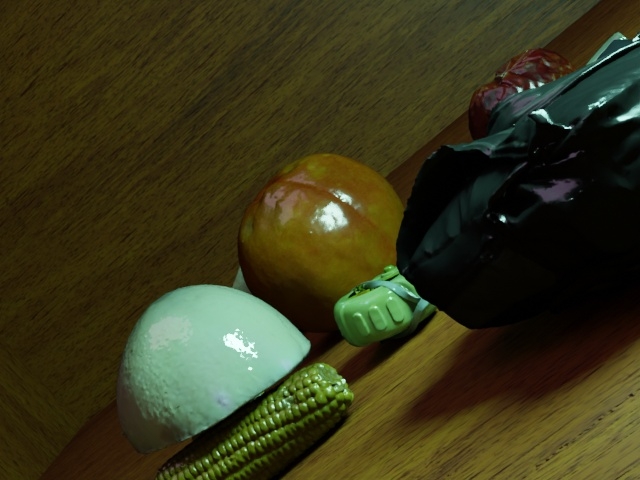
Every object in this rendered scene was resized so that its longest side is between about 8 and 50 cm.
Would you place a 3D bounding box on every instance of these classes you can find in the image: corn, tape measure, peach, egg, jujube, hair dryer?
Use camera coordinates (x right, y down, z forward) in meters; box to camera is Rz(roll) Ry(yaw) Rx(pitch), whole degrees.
[{"bbox_3d":[-0.107,0.311,1.749,0.363,0.120,0.120,-35,7,10],"label":"corn"},{"bbox_3d":[0.110,0.107,1.905,0.175,0.106,0.200,-27,7,-3],"label":"tape measure"},{"bbox_3d":[0.000,0.000,2.276,0.342,0.302,0.343,-36,20,15],"label":"peach"},{"bbox_3d":[-0.197,0.176,1.839,0.337,0.201,0.337,-33,5,3],"label":"egg"},{"bbox_3d":[0.393,-0.244,2.240,0.232,0.213,0.213,-39,4,-33],"label":"jujube"},{"bbox_3d":[0.624,-0.387,2.509,0.106,0.054,0.154,-45,10,9],"label":"hair dryer"}]

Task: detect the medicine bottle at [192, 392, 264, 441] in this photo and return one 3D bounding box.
[{"bbox_3d":[-0.158,0.317,1.978,0.122,0.122,0.212,-40,7,14],"label":"medicine bottle"}]

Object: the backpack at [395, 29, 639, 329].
[{"bbox_3d":[0.278,-0.059,1.393,0.445,0.255,0.363,-39,-1,44],"label":"backpack"}]

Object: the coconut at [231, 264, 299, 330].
[{"bbox_3d":[-0.078,0.097,2.666,0.227,0.230,0.227,-160,90,-85],"label":"coconut"}]

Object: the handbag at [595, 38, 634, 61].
[{"bbox_3d":[0.505,-0.238,1.751,0.254,0.089,0.211,7,38,40],"label":"handbag"}]
